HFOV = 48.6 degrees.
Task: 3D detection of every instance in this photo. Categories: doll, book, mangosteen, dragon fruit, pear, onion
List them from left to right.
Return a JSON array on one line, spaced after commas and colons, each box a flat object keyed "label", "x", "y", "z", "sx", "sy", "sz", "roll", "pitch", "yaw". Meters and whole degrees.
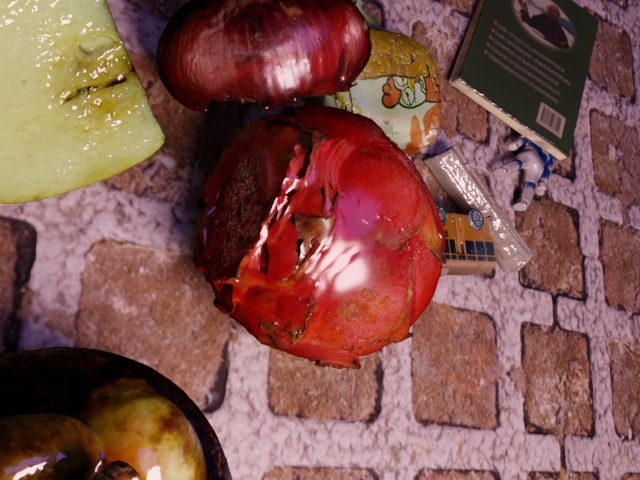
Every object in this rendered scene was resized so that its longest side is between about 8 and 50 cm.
[{"label": "pear", "x": -0.315, "y": -0.166, "z": 0.703, "sx": 0.292, "sy": 0.292, "sz": 0.159, "roll": -23, "pitch": 51, "yaw": -38}, {"label": "mangosteen", "x": -0.223, "y": 0.241, "z": 0.584, "sx": 0.330, "sy": 0.330, "sz": 0.330, "roll": 10, "pitch": 72, "yaw": -34}, {"label": "onion", "x": -0.066, "y": -0.260, "z": 0.852, "sx": 0.272, "sy": 0.272, "sz": 0.195, "roll": -21, "pitch": 121, "yaw": -38}, {"label": "dragon fruit", "x": 0.000, "y": 0.000, "z": 0.833, "sx": 0.301, "sy": 0.295, "sz": 0.295, "roll": 49, "pitch": 53, "yaw": -37}, {"label": "book", "x": 0.392, "y": -0.355, "z": 1.328, "sx": 0.260, "sy": 0.043, "sz": 0.371, "roll": 31, "pitch": 60, "yaw": -14}, {"label": "doll", "x": 0.391, "y": -0.155, "z": 1.300, "sx": 0.114, "sy": 0.057, "sz": 0.227, "roll": 50, "pitch": 57, "yaw": -15}]

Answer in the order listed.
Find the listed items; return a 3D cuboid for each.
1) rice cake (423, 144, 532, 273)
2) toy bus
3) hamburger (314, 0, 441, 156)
[{"label": "rice cake", "x": 0.268, "y": -0.052, "z": 1.185, "sx": 0.057, "sy": 0.052, "sz": 0.256, "roll": -40, "pitch": 104, "yaw": -6}, {"label": "toy bus", "x": 0.177, "y": 0.006, "z": 1.078, "sx": 0.182, "sy": 0.091, "sz": 0.103, "roll": 4, "pitch": 75, "yaw": -37}, {"label": "hamburger", "x": 0.080, "y": -0.242, "z": 1.046, "sx": 0.214, "sy": 0.125, "sz": 0.235, "roll": 10, "pitch": 86, "yaw": -45}]
